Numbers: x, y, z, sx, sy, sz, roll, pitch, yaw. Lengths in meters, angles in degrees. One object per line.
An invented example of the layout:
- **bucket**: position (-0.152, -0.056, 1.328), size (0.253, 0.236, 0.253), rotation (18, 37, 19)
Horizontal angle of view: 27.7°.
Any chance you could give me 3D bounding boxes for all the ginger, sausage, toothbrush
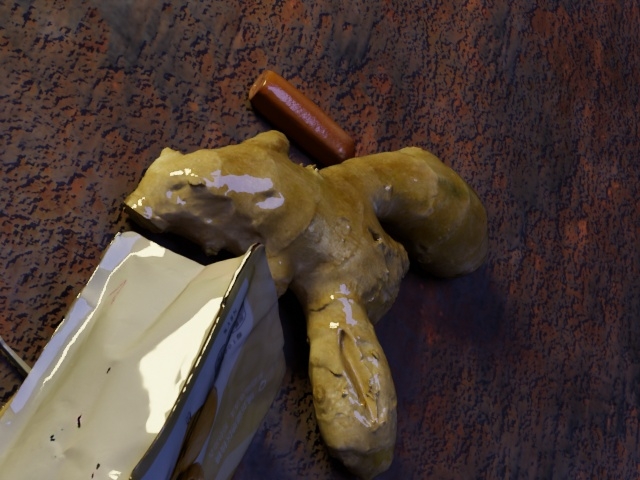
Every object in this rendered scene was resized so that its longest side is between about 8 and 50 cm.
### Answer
- **ginger**: position (0.017, -0.012, 1.246), size (0.348, 0.122, 0.363), rotation (51, 54, -21)
- **sausage**: position (-0.016, -0.120, 1.325), size (0.131, 0.041, 0.039), rotation (40, 43, -19)
- **toothbrush**: position (-0.216, 0.128, 1.040), size (0.194, 0.014, 0.017), rotation (47, 49, -12)

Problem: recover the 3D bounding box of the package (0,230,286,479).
- **package**: position (-0.162, 0.154, 0.986), size (0.165, 0.221, 0.311), rotation (17, 56, 15)
